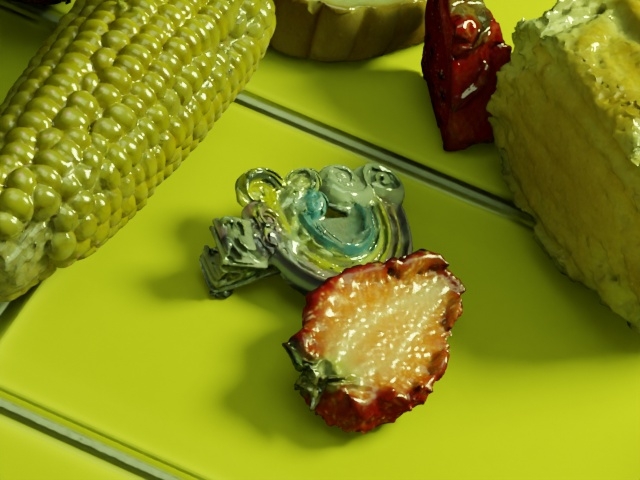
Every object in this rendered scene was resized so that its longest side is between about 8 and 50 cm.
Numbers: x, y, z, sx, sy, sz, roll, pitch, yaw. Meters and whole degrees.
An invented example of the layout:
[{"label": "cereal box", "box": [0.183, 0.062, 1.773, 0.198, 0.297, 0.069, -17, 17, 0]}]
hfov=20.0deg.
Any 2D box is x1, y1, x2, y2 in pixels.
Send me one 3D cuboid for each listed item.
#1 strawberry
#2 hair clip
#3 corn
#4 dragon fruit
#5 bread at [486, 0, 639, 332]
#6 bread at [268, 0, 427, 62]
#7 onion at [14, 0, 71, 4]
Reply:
[{"label": "strawberry", "box": [0.037, 0.066, 1.175, 0.104, 0.048, 0.152, 45, 53, 16]}, {"label": "hair clip", "box": [0.000, 0.000, 1.237, 0.172, 0.049, 0.116, -8, 64, -31]}, {"label": "corn", "box": [-0.136, -0.097, 1.232, 0.130, 0.130, 0.347, 26, 54, 10]}, {"label": "dragon fruit", "box": [0.099, -0.132, 1.324, 0.097, 0.131, 0.063, 33, 53, 25]}, {"label": "bread", "box": [0.211, -0.060, 1.252, 0.121, 0.174, 0.245, -9, 47, -23]}, {"label": "bread", "box": [0.013, -0.231, 1.428, 0.236, 0.070, 0.236, 7, 48, -7]}, {"label": "onion", "box": [-0.196, -0.283, 1.351, 0.252, 0.219, 0.252, -13, 59, 22]}]
